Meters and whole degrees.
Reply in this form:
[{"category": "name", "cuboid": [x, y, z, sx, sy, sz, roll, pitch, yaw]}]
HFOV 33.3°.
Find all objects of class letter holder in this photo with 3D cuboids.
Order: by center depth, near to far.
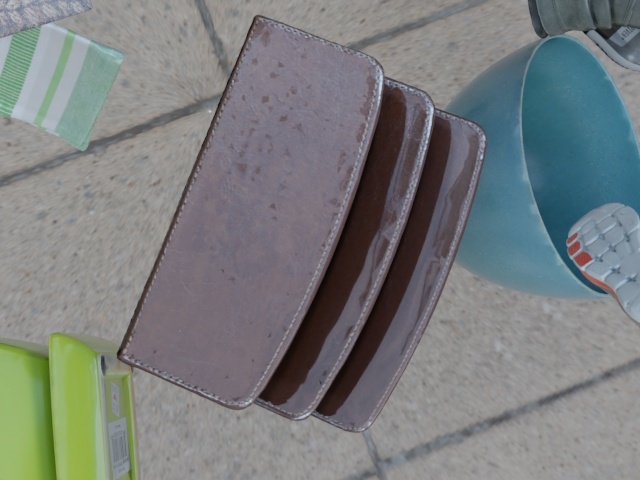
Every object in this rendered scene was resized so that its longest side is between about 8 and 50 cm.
[{"category": "letter holder", "cuboid": [0.000, 0.000, 0.911, 0.214, 0.152, 0.302, 22, 90, 12]}]

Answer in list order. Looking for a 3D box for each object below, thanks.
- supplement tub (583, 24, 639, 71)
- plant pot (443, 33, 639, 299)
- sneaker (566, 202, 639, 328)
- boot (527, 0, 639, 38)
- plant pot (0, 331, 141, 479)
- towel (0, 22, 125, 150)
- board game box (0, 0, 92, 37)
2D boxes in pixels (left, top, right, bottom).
[{"category": "supplement tub", "cuboid": [0.271, -0.287, 0.948, 0.193, 0.193, 0.316, -44, 88, 0]}, {"category": "plant pot", "cuboid": [0.218, -0.066, 1.216, 0.195, 0.290, 0.290, -12, 101, 39]}, {"category": "sneaker", "cuboid": [0.236, 0.031, 0.810, 0.061, 0.158, 0.065, -32, 121, 11]}, {"category": "boot", "cuboid": [0.212, -0.251, 0.719, 0.161, 0.083, 0.247, 10, 117, 24]}, {"category": "plant pot", "cuboid": [-0.274, 0.189, 0.947, 0.207, 0.228, 0.227, -6, 83, -1]}, {"category": "towel", "cuboid": [-0.467, -0.257, 1.549, 0.324, 0.248, 0.038, 22, 56, -14]}, {"category": "board game box", "cuboid": [-0.375, -0.350, 1.181, 0.141, 0.291, 0.232, -21, 110, -14]}]
